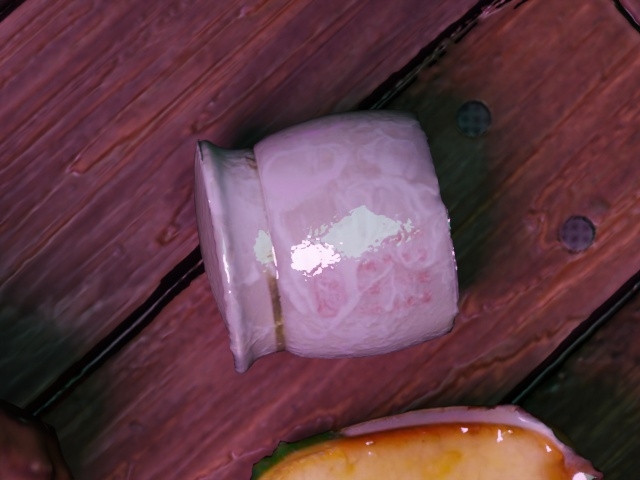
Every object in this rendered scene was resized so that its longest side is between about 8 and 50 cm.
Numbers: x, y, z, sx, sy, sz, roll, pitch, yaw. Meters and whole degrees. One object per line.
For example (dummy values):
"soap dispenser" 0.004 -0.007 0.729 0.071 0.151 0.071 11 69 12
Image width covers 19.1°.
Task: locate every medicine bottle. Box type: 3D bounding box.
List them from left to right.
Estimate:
"medicine bottle" 0.000 0.000 1.137 0.143 0.147 0.147 -10 87 -3

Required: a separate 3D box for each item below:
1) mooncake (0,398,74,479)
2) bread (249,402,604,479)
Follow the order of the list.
"mooncake" -0.280 0.127 1.033 0.290 0.290 0.161 23 83 -4
"bread" 0.090 0.185 1.139 0.251 0.133 0.174 -13 82 37
